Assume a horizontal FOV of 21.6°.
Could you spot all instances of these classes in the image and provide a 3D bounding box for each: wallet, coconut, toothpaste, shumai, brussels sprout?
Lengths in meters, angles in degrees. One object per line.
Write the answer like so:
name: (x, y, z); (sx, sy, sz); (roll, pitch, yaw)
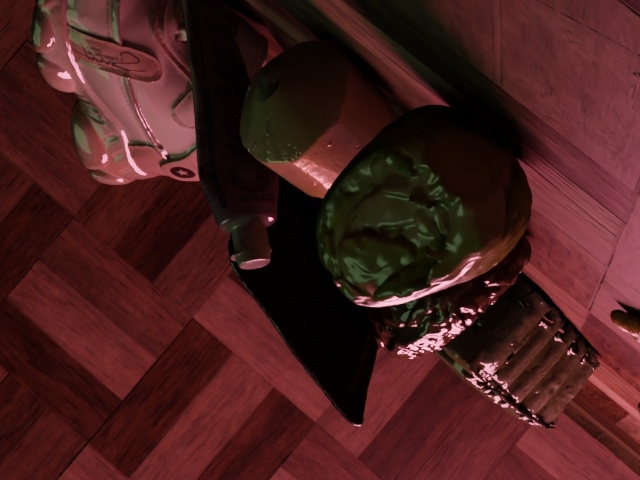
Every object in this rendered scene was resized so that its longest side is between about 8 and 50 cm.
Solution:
wallet: (0.000, 0.000, 1.604); (0.247, 0.041, 0.323); (58, -152, -31)
coconut: (-0.009, -0.103, 1.402); (0.116, 0.116, 0.122); (37, 178, 45)
toothpaste: (-0.085, -0.121, 1.449); (0.075, 0.048, 0.301); (8, -115, -51)
shumai: (0.088, 0.006, 1.572); (0.175, 0.166, 0.206); (47, 159, 3)
brussels sprout: (0.079, -0.029, 1.229); (0.183, 0.145, 0.131); (-31, 85, 45)

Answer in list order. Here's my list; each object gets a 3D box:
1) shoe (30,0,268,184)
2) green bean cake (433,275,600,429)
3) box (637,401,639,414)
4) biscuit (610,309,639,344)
shoe: (-0.146, -0.189, 1.621); (0.198, 0.172, 0.351); (7, 149, 12)
green bean cake: (0.179, 0.088, 1.969); (0.255, 0.132, 0.241); (38, 180, 37)
box: (0.351, 0.169, 1.613); (0.074, 0.054, 0.099); (41, 178, 19)
biscuit: (0.297, 0.093, 1.479); (0.081, 0.018, 0.083); (41, 177, -11)
